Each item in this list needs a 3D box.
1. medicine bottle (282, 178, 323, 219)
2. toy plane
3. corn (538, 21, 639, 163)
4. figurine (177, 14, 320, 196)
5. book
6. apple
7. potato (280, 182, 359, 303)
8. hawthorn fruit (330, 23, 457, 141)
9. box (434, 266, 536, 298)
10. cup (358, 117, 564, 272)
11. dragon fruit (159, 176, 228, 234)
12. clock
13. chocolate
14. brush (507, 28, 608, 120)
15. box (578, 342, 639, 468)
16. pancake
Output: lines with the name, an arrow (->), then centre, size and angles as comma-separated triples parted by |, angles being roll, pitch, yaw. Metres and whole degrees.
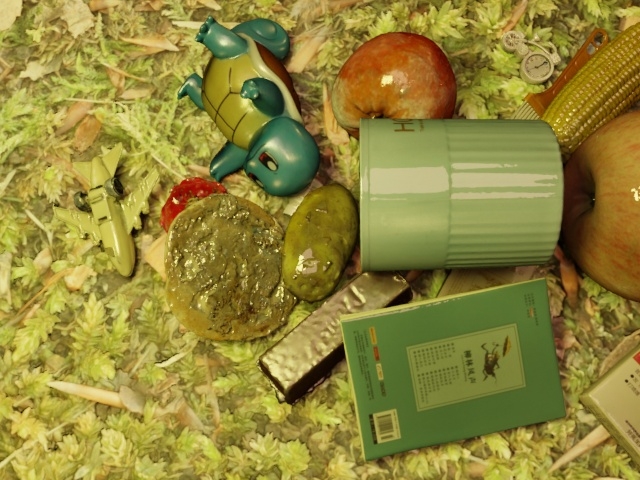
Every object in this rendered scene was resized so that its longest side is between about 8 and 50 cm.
medicine bottle -> -0.034, -0.080, 1.356 | 0.052, 0.052, 0.089 | 27, 77, 8
toy plane -> -0.407, -0.055, 1.343 | 0.242, 0.104, 0.256 | -20, 68, 12
corn -> 0.551, -0.290, 1.355 | 0.344, 0.131, 0.131 | -43, 78, -11
figurine -> -0.148, -0.270, 1.338 | 0.243, 0.298, 0.416 | 5, 58, -31
book -> 0.237, 0.224, 1.217 | 0.379, 0.031, 0.264 | -10, 97, -7
apple -> 0.558, -0.059, 1.204 | 0.269, 0.345, 0.345 | 2, 75, 13
potato -> 0.000, 0.000, 1.288 | 0.113, 0.149, 0.251 | -13, 50, 38
hawthorn fruit -> 0.156, -0.282, 1.314 | 0.263, 0.231, 0.235 | -39, 88, -3
box -> 0.302, 0.090, 1.298 | 0.141, 0.058, 0.201 | 27, 77, 8
cup -> 0.222, -0.063, 1.190 | 0.311, 0.331, 0.257 | -1, 68, 4
dragon fruit -> -0.243, -0.066, 1.332 | 0.153, 0.111, 0.153 | 0, 72, -1
clock -> 0.431, -0.384, 1.432 | 0.087, 0.041, 0.129 | -39, 82, -5
chocolate -> 0.024, 0.161, 1.260 | 0.321, 0.112, 0.112 | -39, 75, -8
brush -> 0.491, -0.319, 1.410 | 0.090, 0.017, 0.314 | 44, 78, -16
box -> 0.657, 0.346, 1.216 | 0.214, 0.069, 0.353 | -38, 79, -8
pancake -> -0.160, 0.052, 1.272 | 0.282, 0.049, 0.282 | 1, 87, -29
